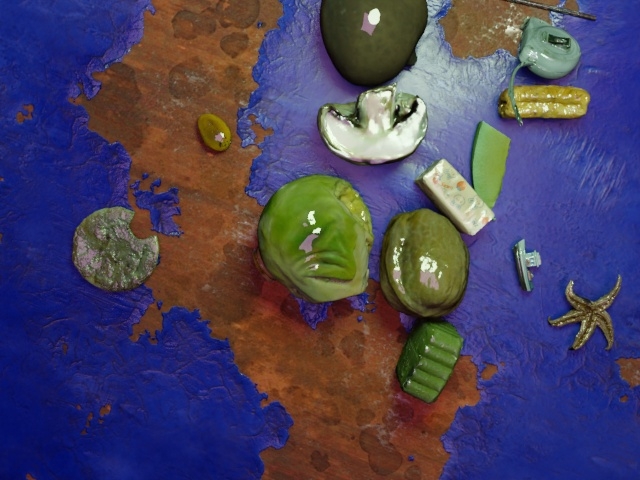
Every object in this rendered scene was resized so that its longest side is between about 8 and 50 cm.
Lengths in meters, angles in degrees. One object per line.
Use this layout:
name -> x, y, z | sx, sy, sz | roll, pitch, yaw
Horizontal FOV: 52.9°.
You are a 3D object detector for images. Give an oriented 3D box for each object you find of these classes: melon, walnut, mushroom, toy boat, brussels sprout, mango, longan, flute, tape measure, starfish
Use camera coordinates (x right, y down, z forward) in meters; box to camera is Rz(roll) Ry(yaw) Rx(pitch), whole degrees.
melon -> 0.445, -0.182, 1.690 | 0.113, 0.053, 0.262 | -4, 102, -13
walnut -> 0.266, 0.060, 1.631 | 0.282, 0.227, 0.283 | 12, 67, -30
mushroom -> 0.133, -0.286, 1.634 | 0.266, 0.164, 0.190 | -17, 100, 4
toy boat -> 0.549, 0.065, 1.696 | 0.066, 0.059, 0.140 | -12, 95, 18
brussels sprout -> 0.000, 0.000, 1.628 | 0.343, 0.268, 0.344 | 0, 90, -10
mango -> -0.285, -0.290, 1.724 | 0.079, 0.057, 0.114 | -42, 84, 13
longan -> 0.135, -0.521, 1.565 | 0.300, 0.243, 0.300 | -9, 116, -19
flute -> 0.564, -0.592, 1.628 | 0.269, 0.014, 0.014 | 14, 99, 2
tape measure -> 0.537, -0.403, 1.533 | 0.163, 0.084, 0.330 | 14, 55, 3
starfish -> 0.720, 0.190, 1.704 | 0.213, 0.057, 0.238 | 36, 103, -9

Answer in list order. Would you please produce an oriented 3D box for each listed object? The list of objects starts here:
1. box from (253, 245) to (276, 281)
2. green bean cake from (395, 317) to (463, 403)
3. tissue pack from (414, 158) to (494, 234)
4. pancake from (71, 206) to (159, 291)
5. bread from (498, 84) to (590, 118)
box -> -0.138, 0.058, 1.731 | 0.037, 0.105, 0.106 | -28, 95, 18
green bean cake -> 0.278, 0.303, 1.678 | 0.113, 0.214, 0.200 | 23, 100, -3
tissue pack -> 0.338, -0.109, 1.643 | 0.092, 0.148, 0.196 | -43, 92, 2
pancake -> -0.577, 0.029, 1.802 | 0.253, 0.037, 0.254 | 1, 97, 6
bread -> 0.558, -0.344, 1.615 | 0.210, 0.114, 0.083 | 3, 96, 2
